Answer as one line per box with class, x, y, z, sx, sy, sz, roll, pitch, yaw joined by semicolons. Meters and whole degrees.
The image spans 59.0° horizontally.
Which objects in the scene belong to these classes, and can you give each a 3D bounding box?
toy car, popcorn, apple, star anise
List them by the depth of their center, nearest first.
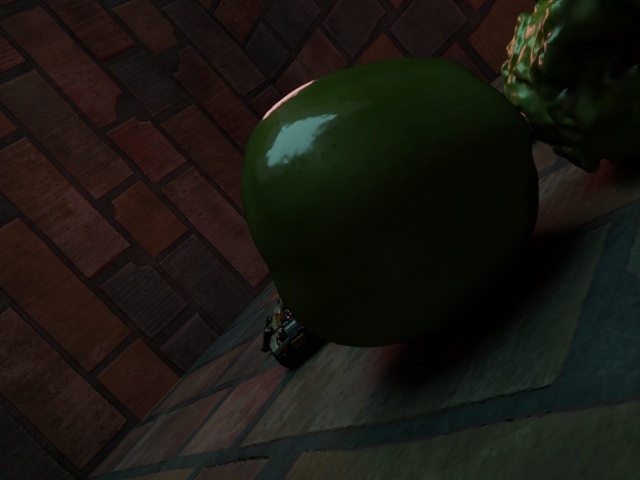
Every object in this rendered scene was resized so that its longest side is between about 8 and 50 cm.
popcorn;0.426;-0.253;0.862;0.312;0.312;0.312;-42;6;5
apple;0.103;-0.063;0.902;0.473;0.474;0.473;-42;6;5
toy car;-0.051;0.213;1.492;0.193;0.118;0.301;-40;9;6
star anise;-0.095;0.232;1.772;0.288;0.088;0.288;-42;21;21

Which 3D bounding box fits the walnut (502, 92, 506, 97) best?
walnut;0.439;-0.257;1.472;0.238;0.141;0.204;-45;-5;4
